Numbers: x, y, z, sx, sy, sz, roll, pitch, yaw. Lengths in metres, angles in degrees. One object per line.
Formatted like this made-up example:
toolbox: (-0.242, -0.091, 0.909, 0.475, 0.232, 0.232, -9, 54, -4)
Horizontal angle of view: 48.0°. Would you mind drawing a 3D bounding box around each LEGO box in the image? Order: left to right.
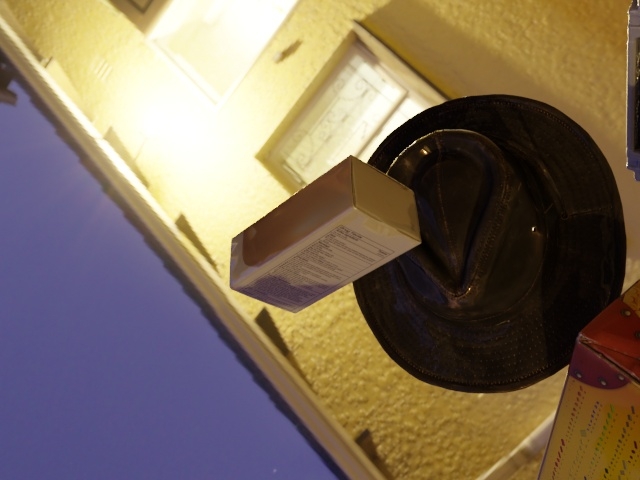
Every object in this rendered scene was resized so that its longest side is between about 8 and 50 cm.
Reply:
LEGO box: (0.439, 0.206, 0.814, 0.193, 0.373, 0.500, 39, 151, 35)

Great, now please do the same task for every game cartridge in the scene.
game cartridge: (0.453, -0.247, 0.952, 0.060, 0.196, 0.294, 8, 142, 28)

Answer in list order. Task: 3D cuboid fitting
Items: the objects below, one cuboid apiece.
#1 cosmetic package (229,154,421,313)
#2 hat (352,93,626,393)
cosmetic package: (0.000, 0.000, 0.451, 0.060, 0.115, 0.041, 27, -134, -37)
hat: (0.148, -0.012, 0.731, 0.331, 0.331, 0.134, 47, -170, 24)
